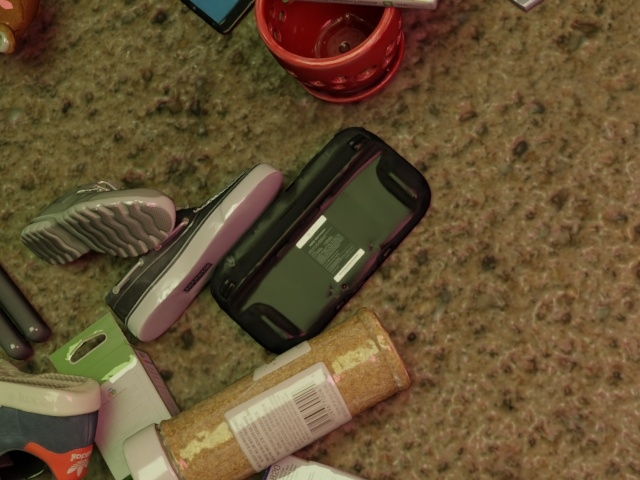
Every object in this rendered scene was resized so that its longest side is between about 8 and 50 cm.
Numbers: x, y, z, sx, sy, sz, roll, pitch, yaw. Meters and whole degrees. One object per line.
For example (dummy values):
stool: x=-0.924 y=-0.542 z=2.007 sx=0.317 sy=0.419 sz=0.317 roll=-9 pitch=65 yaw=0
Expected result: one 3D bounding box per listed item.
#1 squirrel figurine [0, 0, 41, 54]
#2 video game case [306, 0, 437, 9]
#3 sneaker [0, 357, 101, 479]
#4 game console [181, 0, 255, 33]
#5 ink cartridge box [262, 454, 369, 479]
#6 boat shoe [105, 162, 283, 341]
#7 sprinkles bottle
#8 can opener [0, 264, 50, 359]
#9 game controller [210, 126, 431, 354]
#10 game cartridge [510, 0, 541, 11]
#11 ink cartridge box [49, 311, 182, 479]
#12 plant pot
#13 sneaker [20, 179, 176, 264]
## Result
squirrel figurine: x=-0.617 y=-0.331 z=1.622 sx=0.371 sy=0.281 sz=0.397 roll=7 pitch=116 yaw=-8
video game case: x=0.070 y=-0.400 z=1.376 sx=0.193 sy=0.023 sz=0.212 roll=7 pitch=75 yaw=14
sneaker: x=-0.440 y=0.245 z=1.443 sx=0.350 sy=0.131 sz=0.148 roll=6 pitch=96 yaw=38
game console: x=-0.159 y=-0.404 z=1.591 sx=0.085 sy=0.124 sz=0.144 roll=-38 pitch=67 yaw=-26
ink cartridge box: x=0.008 y=0.401 z=1.337 sx=0.224 sy=0.045 sz=0.223 roll=17 pitch=79 yaw=20
boat shoe: x=-0.178 y=-0.003 z=1.476 sx=0.102 sy=0.108 sz=0.301 roll=42 pitch=96 yaw=20
sprinkles bottle: x=-0.065 y=0.218 z=1.341 sx=0.355 sy=0.121 sz=0.121 roll=-29 pitch=69 yaw=-5
can opener: x=-0.502 y=0.055 z=1.556 sx=0.074 sy=0.093 sz=0.280 roll=-43 pitch=73 yaw=0
game controller: x=0.000 y=0.000 z=1.449 sx=0.166 sy=0.067 sz=0.319 roll=42 pitch=89 yaw=3
game cartridge: x=0.279 y=-0.361 z=1.494 sx=0.056 sy=0.017 sz=0.083 roll=-37 pitch=69 yaw=7
ink cartridge box: x=-0.268 y=0.215 z=1.456 sx=0.109 sy=0.062 sz=0.209 roll=-36 pitch=69 yaw=3
plant pot: x=0.025 y=-0.289 z=1.458 sx=0.191 sy=0.174 sz=0.191 roll=-4 pitch=73 yaw=15
sneaker: x=-0.302 y=-0.046 z=1.477 sx=0.281 sy=0.105 sz=0.115 roll=-6 pitch=47 yaw=38
